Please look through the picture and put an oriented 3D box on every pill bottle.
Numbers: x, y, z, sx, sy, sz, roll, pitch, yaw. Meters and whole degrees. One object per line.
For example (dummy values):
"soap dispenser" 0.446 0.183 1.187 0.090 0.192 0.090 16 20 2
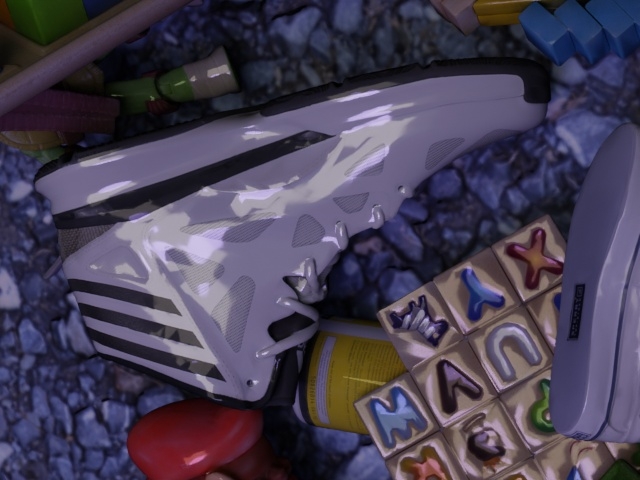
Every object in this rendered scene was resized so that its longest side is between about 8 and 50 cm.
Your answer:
"pill bottle" 0.073 0.126 1.513 0.184 0.103 0.103 8 100 21

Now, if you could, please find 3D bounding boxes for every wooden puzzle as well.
"wooden puzzle" -0.324 -0.198 1.469 0.348 0.322 0.080 26 144 46

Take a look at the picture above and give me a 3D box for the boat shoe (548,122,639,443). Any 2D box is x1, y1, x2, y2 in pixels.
"boat shoe" 0.249 0.037 1.382 0.084 0.095 0.258 11 91 -18

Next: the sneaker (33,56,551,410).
"sneaker" 0.000 0.000 1.469 0.448 0.169 0.257 -15 93 5

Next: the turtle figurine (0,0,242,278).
"turtle figurine" -0.217 -0.145 1.598 0.266 0.274 0.197 -24 61 2

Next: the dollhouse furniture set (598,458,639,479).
"dollhouse furniture set" 0.361 0.211 1.333 0.197 0.151 0.301 43 90 -13

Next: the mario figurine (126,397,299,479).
"mario figurine" -0.050 0.275 1.532 0.320 0.198 0.170 40 65 -1

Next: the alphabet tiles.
"alphabet tiles" 0.203 0.166 1.425 0.285 0.011 0.342 -30 83 7

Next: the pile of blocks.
"pile of blocks" 0.254 -0.216 1.348 0.362 0.112 0.149 -8 68 16
